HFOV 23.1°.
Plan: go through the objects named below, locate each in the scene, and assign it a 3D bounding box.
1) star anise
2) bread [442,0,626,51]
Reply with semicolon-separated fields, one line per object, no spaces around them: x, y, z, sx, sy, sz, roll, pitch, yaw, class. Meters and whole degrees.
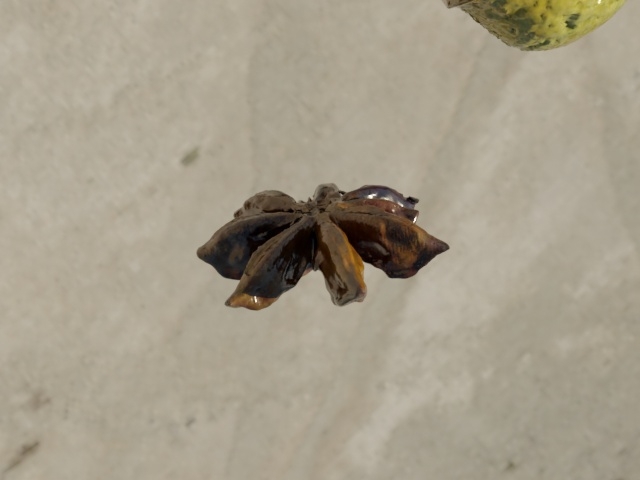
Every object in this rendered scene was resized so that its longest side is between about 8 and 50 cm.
0.001;0.000;0.993;0.168;0.168;0.057;-18;110;-34;star anise
0.120;-0.134;0.575;0.149;0.065;0.188;-31;-160;29;bread
